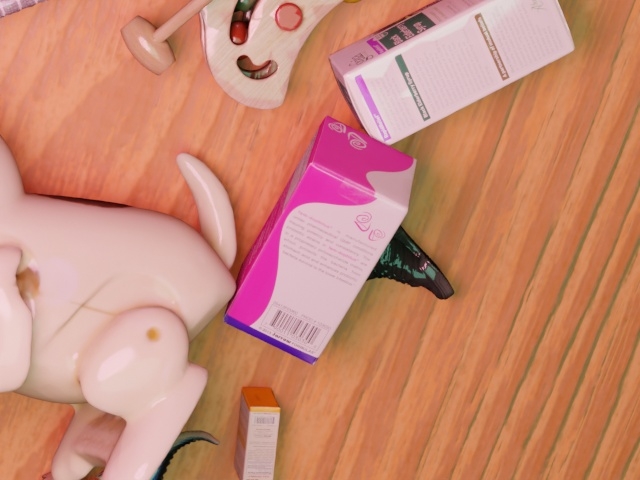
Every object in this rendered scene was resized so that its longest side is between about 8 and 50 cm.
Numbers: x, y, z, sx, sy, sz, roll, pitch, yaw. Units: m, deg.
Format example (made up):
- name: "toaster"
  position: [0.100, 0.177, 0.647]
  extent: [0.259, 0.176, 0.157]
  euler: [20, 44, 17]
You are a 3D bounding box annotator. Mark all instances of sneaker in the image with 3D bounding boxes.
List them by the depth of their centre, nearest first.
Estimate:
- name: "sneaker"
  position: [0.063, 0.022, 1.931]
  extent: [0.089, 0.051, 0.170]
  euler: [-41, 105, 4]

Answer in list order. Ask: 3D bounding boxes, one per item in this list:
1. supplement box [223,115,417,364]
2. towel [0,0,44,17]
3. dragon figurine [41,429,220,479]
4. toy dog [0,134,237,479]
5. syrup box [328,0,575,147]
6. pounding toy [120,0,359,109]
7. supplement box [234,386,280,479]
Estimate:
- name: "supplement box"
  position: [0.000, 0.000, 1.824]
  extent: [0.111, 0.114, 0.220]
  euler: [27, 123, -7]
- name: "towel"
  position: [-0.333, -0.334, 1.710]
  extent: [0.283, 0.121, 0.235]
  euler: [-20, 110, -4]
- name: "dragon figurine"
  position: [-0.220, 0.306, 1.944]
  extent: [0.289, 0.085, 0.144]
  euler: [-27, 112, 3]
- name: "toy dog"
  position: [-0.301, 0.025, 1.748]
  extent: [0.408, 0.284, 0.395]
  euler: [36, 85, -18]
- name: "syrup box"
  position: [0.136, -0.197, 1.852]
  extent: [0.236, 0.093, 0.096]
  euler: [-26, 110, -1]
- name: "pounding toy"
  position: [-0.051, -0.218, 1.779]
  extent: [0.269, 0.155, 0.154]
  euler: [-31, 105, 0]
- name: "supplement box"
  position: [-0.071, 0.220, 1.959]
  extent: [0.036, 0.062, 0.098]
  euler: [3, 107, -13]
